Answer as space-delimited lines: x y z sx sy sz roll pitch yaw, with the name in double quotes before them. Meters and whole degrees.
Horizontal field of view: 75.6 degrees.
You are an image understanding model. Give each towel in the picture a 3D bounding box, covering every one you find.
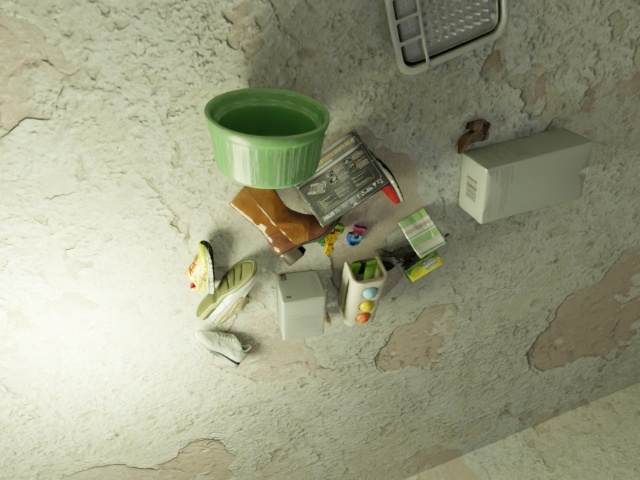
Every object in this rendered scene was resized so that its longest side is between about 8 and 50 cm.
"towel" 0.356 -0.027 1.440 0.113 0.152 0.023 -31 168 3

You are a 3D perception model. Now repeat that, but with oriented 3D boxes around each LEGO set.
"LEGO set" 0.050 -0.004 1.389 0.227 0.087 0.093 9 119 -20

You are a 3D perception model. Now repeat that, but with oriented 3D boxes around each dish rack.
"dish rack" 0.320 -0.625 1.073 0.332 0.072 0.286 -23 125 -1

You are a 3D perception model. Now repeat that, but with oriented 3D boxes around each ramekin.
"ramekin" -0.133 -0.261 1.047 0.303 0.303 0.148 -4 131 -13

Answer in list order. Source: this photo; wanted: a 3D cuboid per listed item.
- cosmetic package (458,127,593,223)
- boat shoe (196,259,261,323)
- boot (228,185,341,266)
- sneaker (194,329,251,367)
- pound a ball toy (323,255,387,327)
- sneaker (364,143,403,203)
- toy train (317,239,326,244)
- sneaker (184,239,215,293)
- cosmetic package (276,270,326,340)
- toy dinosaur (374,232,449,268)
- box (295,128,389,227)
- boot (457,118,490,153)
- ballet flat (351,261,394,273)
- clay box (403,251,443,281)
"cosmetic package" 0.683 -0.221 1.392 0.384 0.156 0.217 -14 125 -8
"boat shoe" -0.292 0.178 1.401 0.302 0.113 0.103 -40 126 24
"boot" -0.097 -0.103 1.266 0.264 0.096 0.280 -39 98 14
"sneaker" -0.363 0.380 1.532 0.095 0.090 0.235 -46 127 0
"pound a ball toy" 0.110 0.217 1.483 0.208 0.136 0.319 -9 139 -14
"sneaker" 0.149 -0.204 1.290 0.118 0.107 0.279 -41 113 18
"toy train" 0.000 0.000 1.420 0.083 0.017 0.024 11 109 -22
"sneaker" -0.390 0.092 1.328 0.094 0.081 0.209 -1 123 -13
"cosmetic package" -0.073 0.229 1.465 0.151 0.151 0.184 -6 125 -13
"toy dinosaur" 0.335 0.044 1.501 0.268 0.064 0.118 -15 149 8
"box" 0.054 -0.174 1.179 0.231 0.056 0.183 -34 87 11
"boot" 0.501 -0.333 1.334 0.086 0.042 0.119 1 122 -19
"ballet flat" 0.198 0.093 1.525 0.173 0.049 0.057 -1 137 -23
"clay box" 0.368 0.097 1.483 0.127 0.222 0.053 -33 81 6
